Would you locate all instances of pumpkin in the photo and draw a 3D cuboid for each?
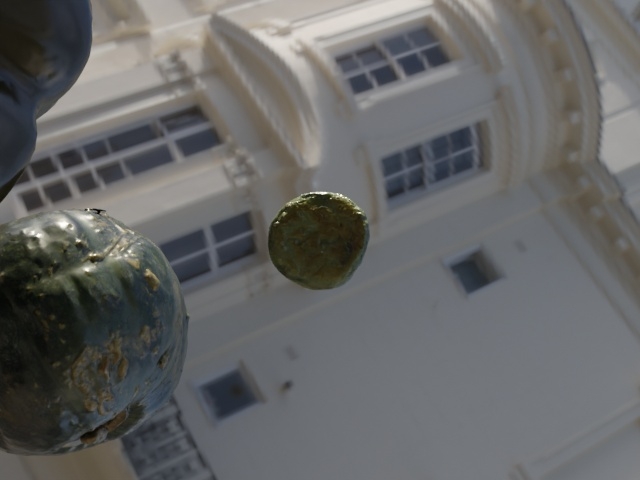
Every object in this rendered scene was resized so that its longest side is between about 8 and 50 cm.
[{"bbox_3d":[-0.290,0.104,1.343,0.257,0.291,0.327,61,-18,12],"label":"pumpkin"}]

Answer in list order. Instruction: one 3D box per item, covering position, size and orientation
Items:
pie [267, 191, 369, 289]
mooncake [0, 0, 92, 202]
[{"bbox_3d":[-0.001,-0.001,0.928,0.084,0.084,0.021,59,-7,14],"label":"pie"},{"bbox_3d":[-0.455,-0.202,1.054,0.262,0.467,0.467,-22,-89,50],"label":"mooncake"}]
